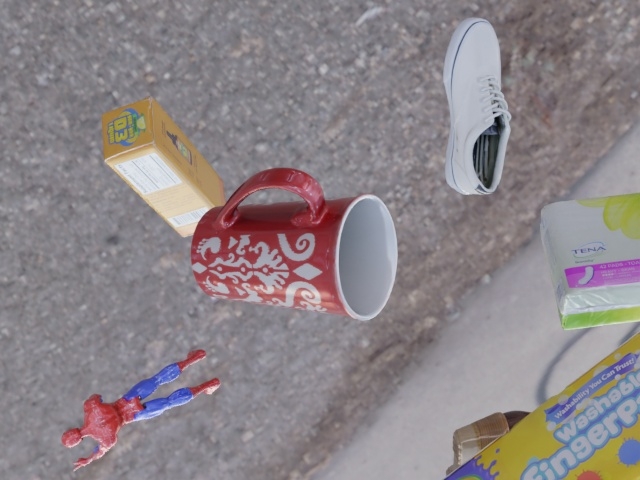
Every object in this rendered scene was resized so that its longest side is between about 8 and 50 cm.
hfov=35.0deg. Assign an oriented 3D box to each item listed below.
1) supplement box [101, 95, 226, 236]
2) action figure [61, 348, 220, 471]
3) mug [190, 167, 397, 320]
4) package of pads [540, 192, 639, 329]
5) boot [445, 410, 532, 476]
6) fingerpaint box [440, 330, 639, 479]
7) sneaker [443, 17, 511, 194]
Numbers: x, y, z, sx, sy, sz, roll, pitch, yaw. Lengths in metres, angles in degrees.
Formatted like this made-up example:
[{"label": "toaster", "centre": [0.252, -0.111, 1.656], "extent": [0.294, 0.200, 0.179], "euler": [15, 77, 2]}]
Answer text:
[{"label": "supplement box", "centre": [-0.203, -0.092, 1.354], "extent": [0.080, 0.078, 0.233], "euler": [-15, 150, 11]}, {"label": "action figure", "centre": [-0.304, 0.268, 1.593], "extent": [0.139, 0.091, 0.280], "euler": [-32, 173, 41]}, {"label": "mug", "centre": [-0.030, -0.004, 0.946], "extent": [0.113, 0.169, 0.150], "euler": [-31, 117, -53]}, {"label": "package of pads", "centre": [0.522, 0.021, 1.662], "extent": [0.296, 0.229, 0.101], "euler": [-7, 132, 5]}, {"label": "boot", "centre": [0.295, 0.336, 1.496], "extent": [0.207, 0.090, 0.248], "euler": [-9, 136, -5]}, {"label": "fingerpaint box", "centre": [0.367, 0.328, 1.167], "extent": [0.445, 0.163, 0.371], "euler": [-40, 125, 13]}, {"label": "sneaker", "centre": [0.238, -0.191, 1.470], "extent": [0.094, 0.091, 0.258], "euler": [-10, 106, -28]}]
